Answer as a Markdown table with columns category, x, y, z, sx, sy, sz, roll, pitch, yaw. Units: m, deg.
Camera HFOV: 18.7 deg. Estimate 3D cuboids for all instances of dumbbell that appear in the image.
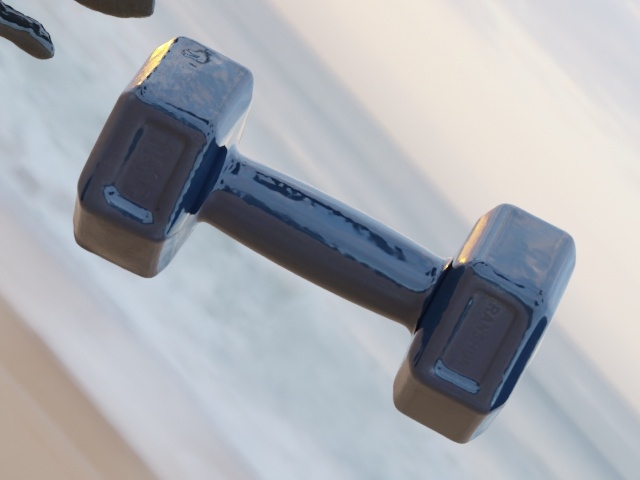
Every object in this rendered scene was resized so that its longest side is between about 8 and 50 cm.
| category | x | y | z | sx | sy | sz | roll | pitch | yaw |
| --- | --- | --- | --- | --- | --- | --- | --- | --- | --- |
| dumbbell | 0.000 | 0.000 | 1.268 | 0.316 | 0.143 | 0.156 | 28 | 38 | 3 |

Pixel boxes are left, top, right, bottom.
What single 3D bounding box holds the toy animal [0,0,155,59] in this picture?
| category | x | y | z | sx | sy | sz | roll | pitch | yaw |
| --- | --- | --- | --- | --- | --- | --- | --- | --- | --- |
| toy animal | -0.096 | -0.197 | 0.668 | 0.137 | 0.269 | 0.082 | 3 | 8 | -10 |
